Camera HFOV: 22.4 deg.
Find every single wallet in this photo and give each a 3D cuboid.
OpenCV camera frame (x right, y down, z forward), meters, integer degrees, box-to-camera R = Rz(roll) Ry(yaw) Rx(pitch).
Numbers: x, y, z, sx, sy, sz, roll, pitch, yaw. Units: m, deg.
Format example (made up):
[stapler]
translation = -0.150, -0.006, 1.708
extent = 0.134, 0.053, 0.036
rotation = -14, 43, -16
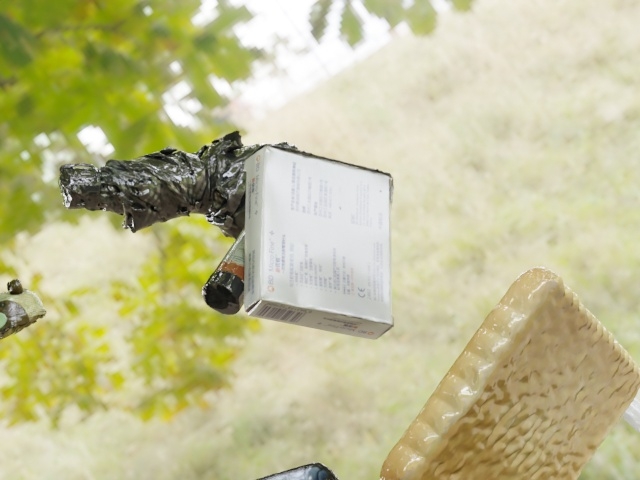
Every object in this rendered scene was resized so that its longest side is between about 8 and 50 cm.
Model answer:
[wallet]
translation = 0.401, 0.199, 2.088
extent = 0.033, 0.095, 0.190
rotation = -47, -9, 14

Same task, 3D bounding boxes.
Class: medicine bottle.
[medicine bottle]
translation = 0.000, 0.000, 1.825
extent = 0.171, 0.201, 0.052
rotation = 11, -29, -22

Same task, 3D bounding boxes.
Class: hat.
[hat]
translation = -0.380, 0.086, 1.978
extent = 0.076, 0.059, 0.077
rotation = -21, -9, -40

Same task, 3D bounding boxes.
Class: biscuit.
[biscuit]
translation = 0.122, 0.111, 0.990
extent = 0.160, 0.030, 0.250
rotation = -54, -29, 0

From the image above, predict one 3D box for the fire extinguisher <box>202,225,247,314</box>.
[fire extinguisher]
translation = -0.074, 0.012, 1.849
extent = 0.177, 0.062, 0.050
rotation = -58, -22, -43

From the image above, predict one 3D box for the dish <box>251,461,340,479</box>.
[dish]
translation = -0.072, 0.307, 1.494
extent = 0.243, 0.080, 0.182
rotation = -14, 27, -17

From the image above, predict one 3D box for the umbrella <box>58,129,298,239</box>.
[umbrella]
translation = -0.175, -0.054, 2.125
extent = 0.337, 0.154, 0.128
rotation = -15, -19, -29
